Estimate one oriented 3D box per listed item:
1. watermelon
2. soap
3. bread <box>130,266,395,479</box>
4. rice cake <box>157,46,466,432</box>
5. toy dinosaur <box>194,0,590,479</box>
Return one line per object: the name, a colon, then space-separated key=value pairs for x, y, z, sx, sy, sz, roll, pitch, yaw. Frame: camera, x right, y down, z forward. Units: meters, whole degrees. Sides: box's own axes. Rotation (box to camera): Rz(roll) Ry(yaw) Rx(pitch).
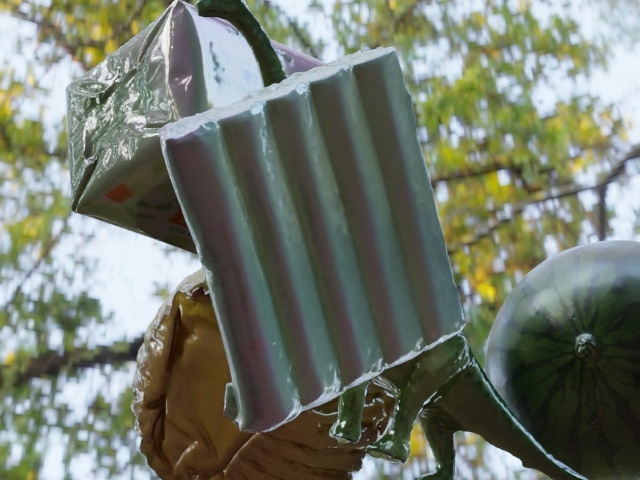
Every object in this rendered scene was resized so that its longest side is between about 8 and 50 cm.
watermelon: x=0.271 y=0.115 z=1.679 sx=0.242 sy=0.242 sz=0.242 roll=-1 pitch=-57 yaw=-1
soap: x=-0.096 y=-0.089 z=1.603 sx=0.199 sy=0.138 sz=0.182 roll=21 pitch=-38 yaw=-38
bread: x=-0.070 y=0.149 z=1.711 sx=0.274 sy=0.149 sz=0.274 roll=9 pitch=-74 yaw=33
rice cake: x=0.000 y=0.000 z=1.057 sx=0.189 sy=0.037 sz=0.198 roll=-24 pitch=-65 yaw=-36
toy dinosaur: x=0.064 y=0.025 z=1.397 sx=0.447 sy=0.300 sz=0.087 roll=24 pitch=-21 yaw=-20
